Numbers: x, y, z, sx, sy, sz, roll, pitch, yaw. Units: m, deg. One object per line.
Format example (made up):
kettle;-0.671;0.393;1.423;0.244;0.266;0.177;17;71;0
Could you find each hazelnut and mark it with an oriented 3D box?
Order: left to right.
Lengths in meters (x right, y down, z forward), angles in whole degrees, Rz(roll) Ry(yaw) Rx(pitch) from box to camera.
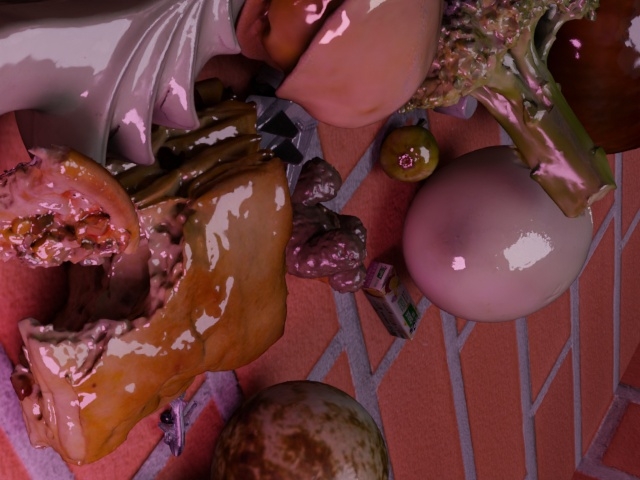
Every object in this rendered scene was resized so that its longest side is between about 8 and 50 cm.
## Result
hazelnut;0.449;-0.339;2.100;0.402;0.402;0.429;-45;148;-42

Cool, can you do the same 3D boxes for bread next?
bread;-0.162;0.034;1.326;0.370;0.192;0.314;-42;142;-43

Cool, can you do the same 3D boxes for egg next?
egg;-0.032;0.328;1.684;0.238;0.238;0.289;52;48;-59
egg;0.273;-0.007;2.034;0.345;0.283;0.283;-14;118;-48

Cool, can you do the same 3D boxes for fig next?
fig;0.154;-0.138;1.935;0.166;0.093;0.093;-24;126;-58

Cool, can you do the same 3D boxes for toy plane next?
toy plane;-0.180;0.230;1.581;0.078;0.031;0.083;-21;124;-57
toy plane;-0.018;-0.200;1.585;0.212;0.088;0.267;79;30;-45

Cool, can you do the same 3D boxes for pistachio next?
pistachio;0.026;-0.248;1.362;0.238;0.229;0.321;-42;171;-11

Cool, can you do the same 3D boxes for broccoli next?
broccoli;0.252;-0.219;1.808;0.275;0.353;0.397;-106;-167;-81

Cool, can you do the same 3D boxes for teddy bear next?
teddy bear;0.000;0.000;1.687;0.140;0.177;0.190;-29;155;14

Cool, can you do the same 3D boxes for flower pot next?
flower pot;-0.191;-0.221;1.144;0.254;0.165;0.367;39;74;-51

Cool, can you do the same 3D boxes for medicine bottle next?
medicine bottle;0.198;-0.219;1.973;0.047;0.083;0.047;-41;140;-46

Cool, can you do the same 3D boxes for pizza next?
pizza;-0.261;-0.012;1.115;0.185;0.195;0.052;63;16;-58

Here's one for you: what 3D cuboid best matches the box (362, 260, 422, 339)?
box;0.118;0.100;2.062;0.050;0.041;0.207;-66;153;-19
